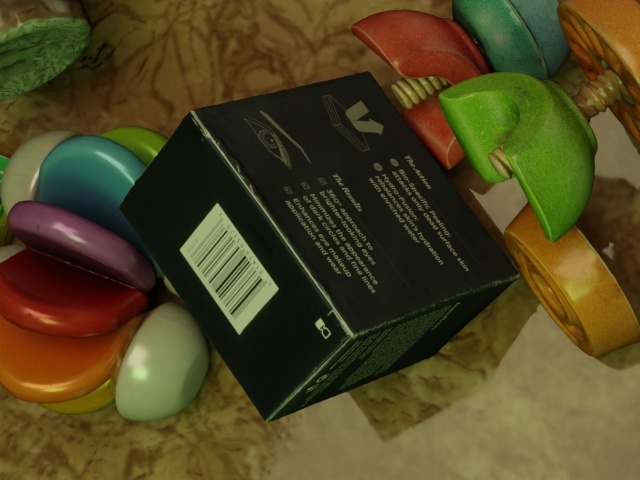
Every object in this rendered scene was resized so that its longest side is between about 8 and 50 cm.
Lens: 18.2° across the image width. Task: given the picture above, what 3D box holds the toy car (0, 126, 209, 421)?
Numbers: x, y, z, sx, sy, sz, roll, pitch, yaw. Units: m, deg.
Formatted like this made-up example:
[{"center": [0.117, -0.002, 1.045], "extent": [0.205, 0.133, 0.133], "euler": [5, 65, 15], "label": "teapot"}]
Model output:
[{"center": [-0.140, 0.015, 1.186], "extent": [0.159, 0.136, 0.182], "euler": [20, 88, 18], "label": "toy car"}]

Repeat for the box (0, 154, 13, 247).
[{"center": [-0.261, 0.018, 1.272], "extent": [0.105, 0.043, 0.179], "euler": [20, 86, 17], "label": "box"}]

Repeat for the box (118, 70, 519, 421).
[{"center": [0.000, 0.000, 1.127], "extent": [0.156, 0.158, 0.093], "euler": [55, 130, 16], "label": "box"}]

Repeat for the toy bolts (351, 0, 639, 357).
[{"center": [0.150, -0.076, 1.124], "extent": [0.158, 0.218, 0.228], "euler": [-35, 41, -5], "label": "toy bolts"}]

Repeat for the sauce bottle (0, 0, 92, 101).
[{"center": [-0.252, -0.249, 1.219], "extent": [0.111, 0.111, 0.344], "euler": [-29, 74, 10], "label": "sauce bottle"}]
